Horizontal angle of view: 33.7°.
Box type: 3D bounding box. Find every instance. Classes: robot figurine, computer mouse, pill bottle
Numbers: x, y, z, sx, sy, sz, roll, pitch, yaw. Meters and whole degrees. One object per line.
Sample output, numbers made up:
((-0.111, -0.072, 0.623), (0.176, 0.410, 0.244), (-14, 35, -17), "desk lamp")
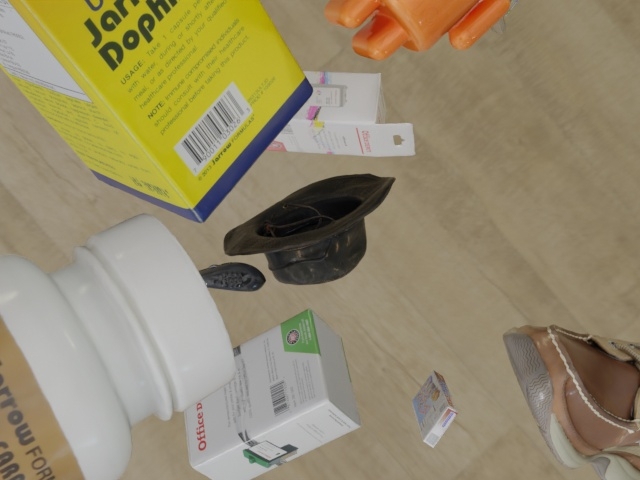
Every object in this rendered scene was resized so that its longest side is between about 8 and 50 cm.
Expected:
((0.106, -0.270, 1.019), (0.219, 0.128, 0.158), (-45, 73, -1), "robot figurine")
((-0.209, 0.048, 1.734), (0.242, 0.071, 0.041), (5, 106, -3), "computer mouse")
((-0.164, 0.081, 0.521), (0.229, 0.131, 0.131), (-28, 92, -21), "pill bottle")

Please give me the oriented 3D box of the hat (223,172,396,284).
((0.000, 0.000, 1.853), (0.331, 0.331, 0.134), (-23, 106, -4), "hat")

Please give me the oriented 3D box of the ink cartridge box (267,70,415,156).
((0.015, -0.151, 1.259), (0.198, 0.115, 0.067), (4, 76, 8), "ink cartridge box")

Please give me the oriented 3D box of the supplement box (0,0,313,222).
((-0.199, -0.216, 1.018), (0.195, 0.194, 0.356), (-52, 136, -17), "supplement box")

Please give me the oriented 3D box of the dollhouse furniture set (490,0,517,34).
((0.182, -0.368, 1.165), (0.242, 0.161, 0.212), (40, 95, 17), "dollhouse furniture set")

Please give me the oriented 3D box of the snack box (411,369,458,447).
((0.170, 0.250, 1.590), (0.022, 0.178, 0.064), (32, 98, -6), "snack box")

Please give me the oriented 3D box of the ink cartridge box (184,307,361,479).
((-0.072, 0.218, 1.445), (0.219, 0.160, 0.092), (-28, 135, 17), "ink cartridge box")

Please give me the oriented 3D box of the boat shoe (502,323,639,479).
((0.250, 0.126, 0.899), (0.116, 0.324, 0.123), (-30, 61, 17), "boat shoe")
